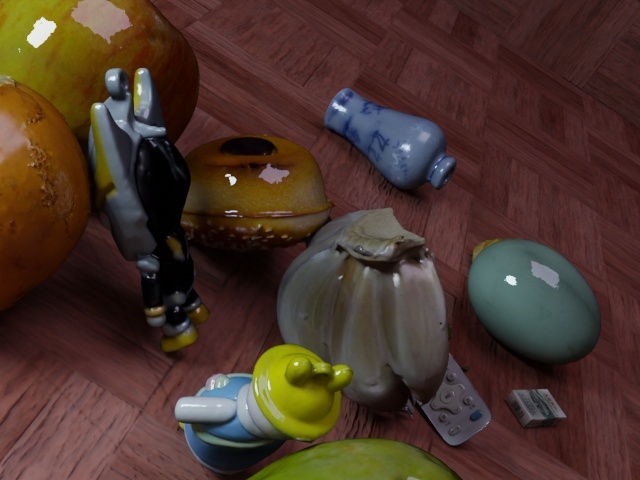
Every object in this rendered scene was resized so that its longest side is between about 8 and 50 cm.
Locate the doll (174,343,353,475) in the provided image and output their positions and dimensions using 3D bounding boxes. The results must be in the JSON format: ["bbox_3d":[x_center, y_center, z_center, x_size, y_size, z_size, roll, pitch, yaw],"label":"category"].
[{"bbox_3d":[-0.056,0.164,0.839,0.135,0.241,0.099,43,48,-9],"label":"doll"}]

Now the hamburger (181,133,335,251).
[{"bbox_3d":[-0.092,-0.057,1.160,0.237,0.147,0.237,0,20,0],"label":"hamburger"}]

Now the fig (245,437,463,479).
[{"bbox_3d":[0.010,0.297,0.748,0.314,0.233,0.233,-8,47,-25],"label":"fig"}]

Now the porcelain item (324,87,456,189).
[{"bbox_3d":[0.133,-0.188,1.629,0.259,0.141,0.141,34,29,15],"label":"porcelain item"}]

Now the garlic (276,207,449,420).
[{"bbox_3d":[0.065,0.083,1.083,0.237,0.292,0.210,20,36,25],"label":"garlic"}]

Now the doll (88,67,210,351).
[{"bbox_3d":[-0.185,-0.034,0.949,0.103,0.316,0.145,3,28,34],"label":"doll"}]

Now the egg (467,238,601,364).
[{"bbox_3d":[0.337,0.097,1.370,0.231,0.168,0.168,41,30,4],"label":"egg"}]

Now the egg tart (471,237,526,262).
[{"bbox_3d":[0.384,0.067,1.543,0.232,0.098,0.252,6,36,-45],"label":"egg tart"}]

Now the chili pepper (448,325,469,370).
[{"bbox_3d":[0.141,0.114,1.253,0.204,0.072,0.073,47,48,11],"label":"chili pepper"}]

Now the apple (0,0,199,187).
[{"bbox_3d":[-0.310,-0.193,1.064,0.301,0.301,0.301,25,31,-16],"label":"apple"}]

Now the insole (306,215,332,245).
[{"bbox_3d":[0.000,0.000,1.346,0.080,0.003,0.232,17,34,-26],"label":"insole"}]

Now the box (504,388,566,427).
[{"bbox_3d":[0.317,0.247,1.280,0.083,0.024,0.054,7,38,-39],"label":"box"}]

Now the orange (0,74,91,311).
[{"bbox_3d":[-0.347,-0.050,0.847,0.240,0.240,0.240,25,31,-16],"label":"orange"}]

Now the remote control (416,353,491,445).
[{"bbox_3d":[0.142,0.170,1.179,0.229,0.073,0.044,55,-1,25],"label":"remote control"}]
